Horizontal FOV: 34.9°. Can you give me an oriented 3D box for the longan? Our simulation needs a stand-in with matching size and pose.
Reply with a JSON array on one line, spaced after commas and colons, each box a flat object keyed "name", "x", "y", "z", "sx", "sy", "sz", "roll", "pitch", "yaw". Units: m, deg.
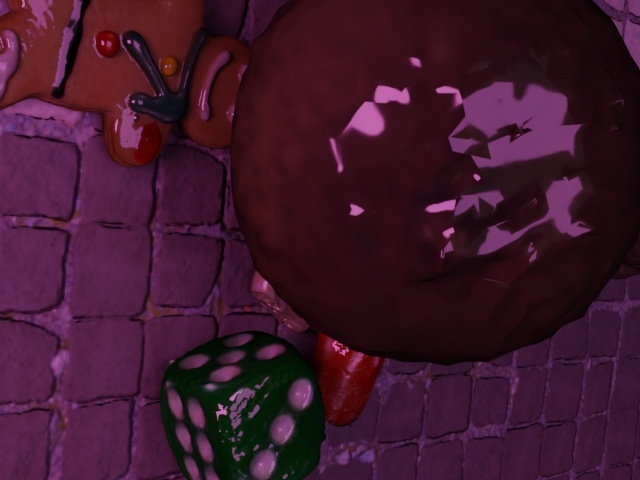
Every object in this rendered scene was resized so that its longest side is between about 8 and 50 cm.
[{"name": "longan", "x": 0.110, "y": -0.083, "z": 0.924, "sx": 0.391, "sy": 0.391, "sz": 0.391, "roll": -8, "pitch": 102, "yaw": -40}]

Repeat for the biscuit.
[{"name": "biscuit", "x": -0.161, "y": -0.166, "z": 0.919, "sx": 0.301, "sy": 0.049, "sz": 0.197, "roll": 20, "pitch": 86, "yaw": -42}]

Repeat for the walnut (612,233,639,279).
[{"name": "walnut", "x": 0.372, "y": -0.071, "z": 1.268, "sx": 0.248, "sy": 0.248, "sz": 0.248, "roll": -8, "pitch": 102, "yaw": -40}]

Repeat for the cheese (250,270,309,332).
[{"name": "cheese", "x": 0.000, "y": 0.000, "z": 1.091, "sx": 0.097, "sy": 0.037, "sz": 0.192, "roll": 46, "pitch": 66, "yaw": -36}]

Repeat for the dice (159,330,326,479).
[{"name": "dice", "x": -0.077, "y": 0.170, "z": 0.988, "sx": 0.120, "sy": 0.131, "sz": 0.128, "roll": -23, "pitch": 112, "yaw": -35}]

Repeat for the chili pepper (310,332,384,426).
[{"name": "chili pepper", "x": 0.038, "y": 0.102, "z": 1.108, "sx": 0.084, "sy": 0.086, "sz": 0.192, "roll": 17, "pitch": 95, "yaw": -14}]
